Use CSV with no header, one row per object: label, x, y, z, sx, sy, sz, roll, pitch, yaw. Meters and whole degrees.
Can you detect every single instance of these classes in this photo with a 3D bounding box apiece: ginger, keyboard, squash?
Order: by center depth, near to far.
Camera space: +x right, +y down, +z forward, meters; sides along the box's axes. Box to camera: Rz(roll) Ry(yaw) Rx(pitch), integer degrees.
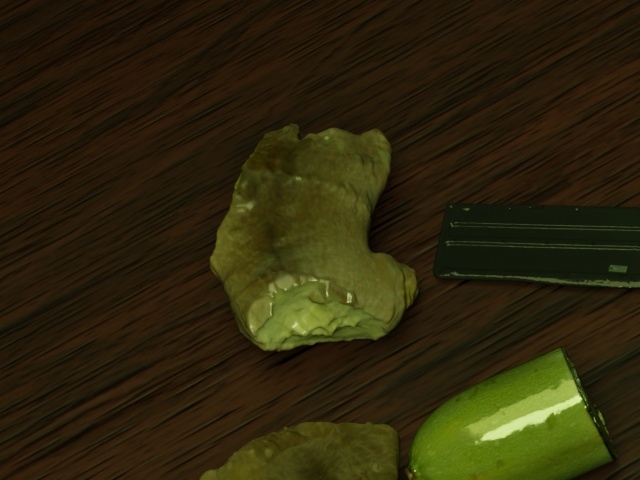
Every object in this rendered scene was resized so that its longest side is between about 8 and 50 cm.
ginger,-0.009,0.288,1.686,0.218,0.123,0.270,1,52,-7
squash,0.166,0.181,1.718,0.186,0.123,0.123,-25,51,1
keyboard,0.300,0.002,1.860,0.381,0.041,0.103,-2,55,25
ginger,0.000,0.000,1.900,0.221,0.130,0.276,20,62,17
